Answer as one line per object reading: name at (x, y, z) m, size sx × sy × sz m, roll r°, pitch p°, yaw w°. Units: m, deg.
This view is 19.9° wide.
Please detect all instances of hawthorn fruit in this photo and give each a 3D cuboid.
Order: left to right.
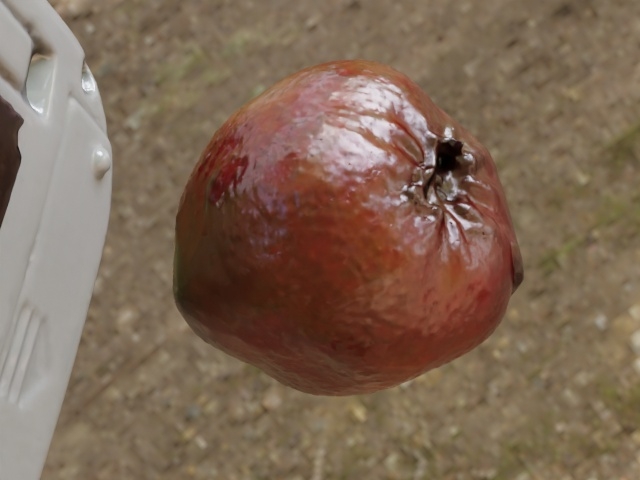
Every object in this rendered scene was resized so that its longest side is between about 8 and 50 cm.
hawthorn fruit at (0.000, 0.000, 1.481) m, size 0.307 × 0.265 × 0.265 m, roll -26°, pitch 26°, yaw 47°

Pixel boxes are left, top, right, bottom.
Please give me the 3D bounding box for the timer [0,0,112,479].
timer at (-0.155, 0.013, 0.584) m, size 0.087 × 0.237 × 0.262 m, roll 7°, pitch 70°, yaw 19°
